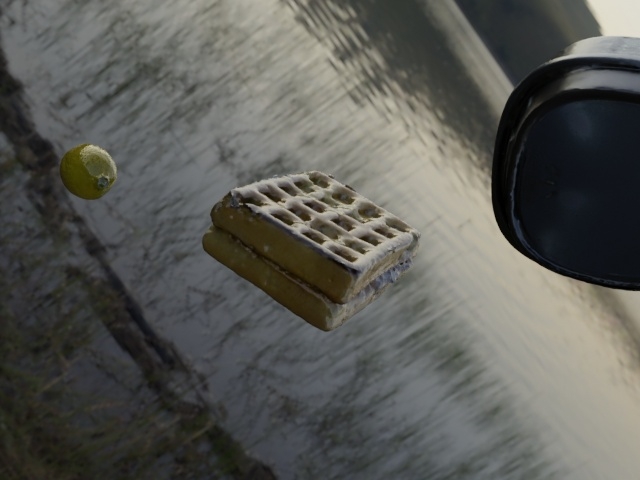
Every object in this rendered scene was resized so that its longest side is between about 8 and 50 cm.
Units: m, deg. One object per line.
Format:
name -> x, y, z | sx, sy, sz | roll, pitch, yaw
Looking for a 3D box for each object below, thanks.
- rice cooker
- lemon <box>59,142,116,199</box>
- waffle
rice cooker -> 0.315, -0.088, 1.103 | 0.267, 0.267, 0.224 | 53, 32, -8
lemon -> -0.259, -0.077, 1.176 | 0.083, 0.062, 0.062 | 35, -5, 46
waffle -> 0.000, 0.000, 1.434 | 0.224, 0.098, 0.328 | 33, 19, 12
